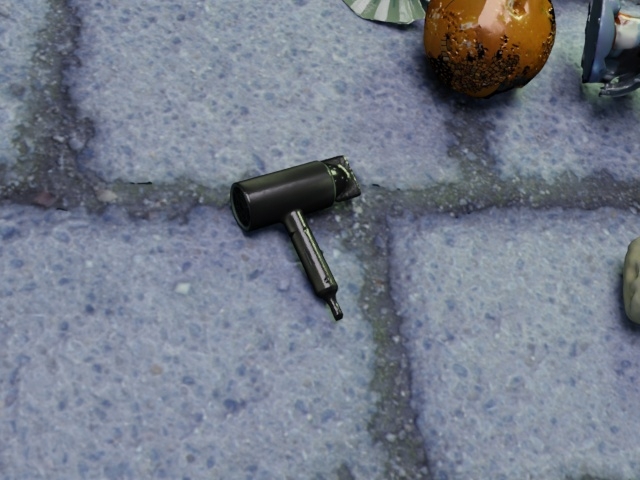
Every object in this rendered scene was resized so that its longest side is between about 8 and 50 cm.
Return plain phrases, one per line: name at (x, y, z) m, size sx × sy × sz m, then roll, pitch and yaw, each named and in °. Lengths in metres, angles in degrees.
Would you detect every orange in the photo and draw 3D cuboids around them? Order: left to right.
orange at (0.287, -0.359, 1.656) m, size 0.234 × 0.182 × 0.234 m, roll 2°, pitch 83°, yaw -15°

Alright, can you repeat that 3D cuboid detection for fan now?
fan at (0.096, -0.466, 1.771) m, size 0.131 × 0.009 × 0.240 m, roll -41°, pitch 72°, yaw -6°

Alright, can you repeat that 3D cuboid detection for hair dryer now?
hair dryer at (0.000, 0.000, 1.453) m, size 0.195 × 0.078 × 0.248 m, roll -17°, pitch 73°, yaw -23°

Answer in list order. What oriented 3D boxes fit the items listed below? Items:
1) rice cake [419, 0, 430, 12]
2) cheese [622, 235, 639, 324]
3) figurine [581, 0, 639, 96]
rice cake at (0.215, -0.445, 1.793) m, size 0.222 × 0.042 × 0.080 m, roll 32°, pitch 61°, yaw 8°
cheese at (0.594, 0.083, 1.511) m, size 0.263 × 0.093 × 0.159 m, roll 13°, pitch 59°, yaw -6°
figurine at (0.652, -0.307, 1.675) m, size 0.388 × 0.248 × 0.276 m, roll 7°, pitch 24°, yaw 6°
